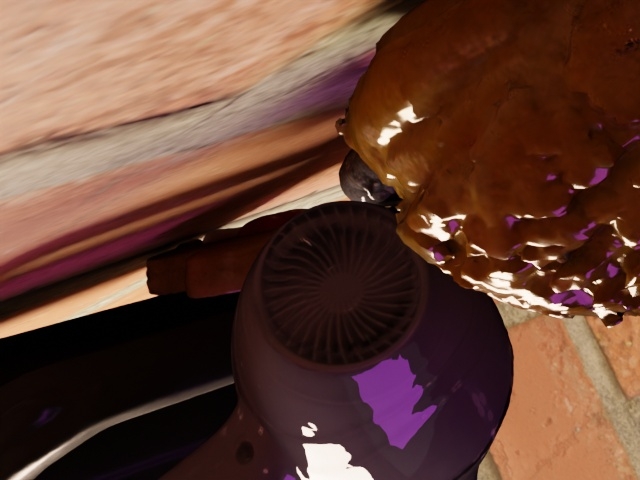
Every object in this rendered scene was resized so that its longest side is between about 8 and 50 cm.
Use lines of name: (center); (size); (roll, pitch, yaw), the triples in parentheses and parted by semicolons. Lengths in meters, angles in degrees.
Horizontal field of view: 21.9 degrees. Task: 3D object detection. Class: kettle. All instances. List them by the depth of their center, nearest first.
kettle: (-0.109, 0.136, 0.870); (0.262, 0.203, 0.308); (-5, -177, 37)

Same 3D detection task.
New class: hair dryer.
hair dryer: (-0.065, 0.150, 0.740); (0.361, 0.121, 0.301); (-37, 155, -9)

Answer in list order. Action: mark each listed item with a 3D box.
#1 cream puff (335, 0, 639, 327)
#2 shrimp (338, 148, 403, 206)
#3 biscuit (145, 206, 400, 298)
cream puff: (0.090, -0.036, 0.480); (0.150, 0.115, 0.165); (-22, 176, -11)
shrimp: (0.080, -0.052, 0.814); (0.165, 0.056, 0.065); (-11, 153, -39)
biscuit: (0.000, -0.001, 0.893); (0.250, 0.036, 0.165); (-8, -177, 44)
